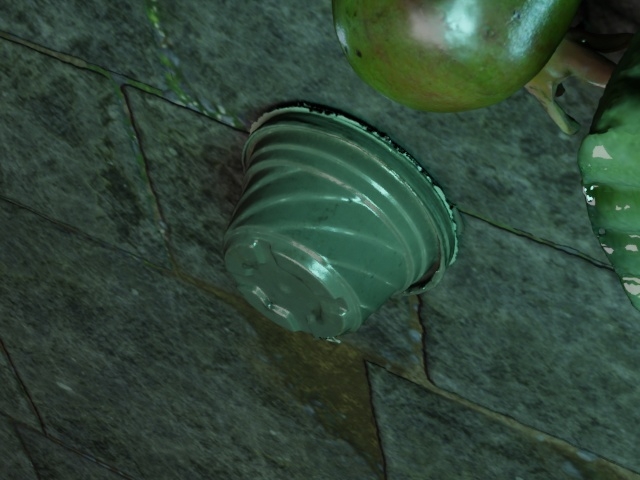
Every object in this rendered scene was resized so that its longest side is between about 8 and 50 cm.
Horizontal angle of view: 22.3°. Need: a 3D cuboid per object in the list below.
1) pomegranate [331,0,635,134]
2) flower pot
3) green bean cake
[{"bbox_3d":[0.119,-0.160,1.125,0.224,0.181,0.181,31,155,-24],"label":"pomegranate"},{"bbox_3d":[0.000,0.000,1.510,0.235,0.140,0.235,27,152,16],"label":"flower pot"},{"bbox_3d":[0.272,-0.049,1.048,0.125,0.227,0.222,12,143,41],"label":"green bean cake"}]
